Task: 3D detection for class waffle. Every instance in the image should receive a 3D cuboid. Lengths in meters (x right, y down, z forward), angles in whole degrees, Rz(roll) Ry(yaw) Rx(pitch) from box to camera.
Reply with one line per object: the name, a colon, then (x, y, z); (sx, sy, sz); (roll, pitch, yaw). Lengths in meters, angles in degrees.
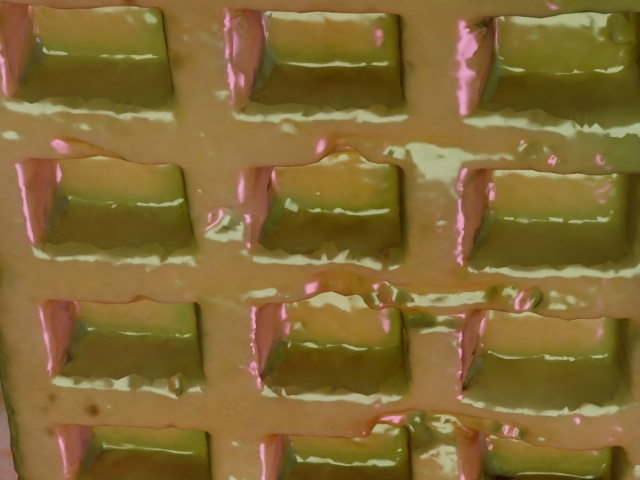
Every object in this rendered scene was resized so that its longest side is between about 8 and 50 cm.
waffle: (0.000, 0.000, 0.619); (0.221, 0.055, 0.248); (2, 127, 8)
